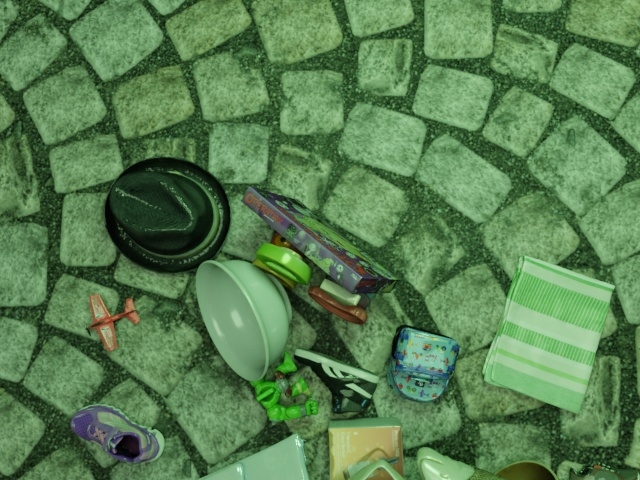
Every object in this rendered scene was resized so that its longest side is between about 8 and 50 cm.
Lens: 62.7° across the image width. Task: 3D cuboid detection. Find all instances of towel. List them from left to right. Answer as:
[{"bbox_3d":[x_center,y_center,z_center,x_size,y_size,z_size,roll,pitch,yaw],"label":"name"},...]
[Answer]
[{"bbox_3d":[0.553,0.224,1.273,0.247,0.038,0.325,19,85,4],"label":"towel"}]

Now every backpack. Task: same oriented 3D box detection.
[{"bbox_3d":[0.237,0.300,1.242,0.158,0.117,0.173,15,88,5],"label":"backpack"}]

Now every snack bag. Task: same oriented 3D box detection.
[{"bbox_3d":[-0.152,0.641,1.157,0.342,0.037,0.323,-28,50,10],"label":"snack bag"}]

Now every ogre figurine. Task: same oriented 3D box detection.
[{"bbox_3d":[-0.100,0.349,1.264,0.118,0.097,0.197,-29,94,-12],"label":"ogre figurine"}]

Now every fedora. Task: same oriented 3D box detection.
[{"bbox_3d":[-0.395,-0.072,1.294,0.334,0.152,0.334,0,84,3],"label":"fedora"}]

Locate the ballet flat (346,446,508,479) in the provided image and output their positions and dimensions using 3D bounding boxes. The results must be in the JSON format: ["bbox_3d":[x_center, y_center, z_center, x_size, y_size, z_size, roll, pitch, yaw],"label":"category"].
[{"bbox_3d":[0.182,0.552,1.119,0.482,0.164,0.182,-24,79,10],"label":"ballet flat"}]

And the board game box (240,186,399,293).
[{"bbox_3d":[0.000,0.000,1.185,0.347,0.208,0.056,39,108,26],"label":"board game box"}]

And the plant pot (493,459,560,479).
[{"bbox_3d":[0.501,0.663,1.152,0.254,0.237,0.237,44,87,-10],"label":"plant pot"}]

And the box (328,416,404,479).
[{"bbox_3d":[0.106,0.494,1.238,0.170,0.091,0.130,-4,84,3],"label":"box"}]

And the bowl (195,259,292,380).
[{"bbox_3d":[-0.161,0.163,1.224,0.134,0.298,0.298,-24,82,-34],"label":"bowl"}]

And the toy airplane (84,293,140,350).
[{"bbox_3d":[-0.527,0.196,1.333,0.151,0.028,0.151,0,85,2],"label":"toy airplane"}]

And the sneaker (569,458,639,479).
[{"bbox_3d":[0.660,0.543,1.223,0.157,0.061,0.065,-11,77,1],"label":"sneaker"}]

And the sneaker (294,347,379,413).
[{"bbox_3d":[0.023,0.347,1.263,0.216,0.079,0.121,20,84,3],"label":"sneaker"}]

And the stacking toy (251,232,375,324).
[{"bbox_3d":[-0.003,0.058,1.207,0.309,0.279,0.130,28,75,7],"label":"stacking toy"}]

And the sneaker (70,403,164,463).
[{"bbox_3d":[-0.499,0.470,1.265,0.236,0.104,0.095,20,87,6],"label":"sneaker"}]

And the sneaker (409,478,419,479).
[{"bbox_3d":[0.175,0.691,1.215,0.118,0.110,0.292,37,80,15],"label":"sneaker"}]
